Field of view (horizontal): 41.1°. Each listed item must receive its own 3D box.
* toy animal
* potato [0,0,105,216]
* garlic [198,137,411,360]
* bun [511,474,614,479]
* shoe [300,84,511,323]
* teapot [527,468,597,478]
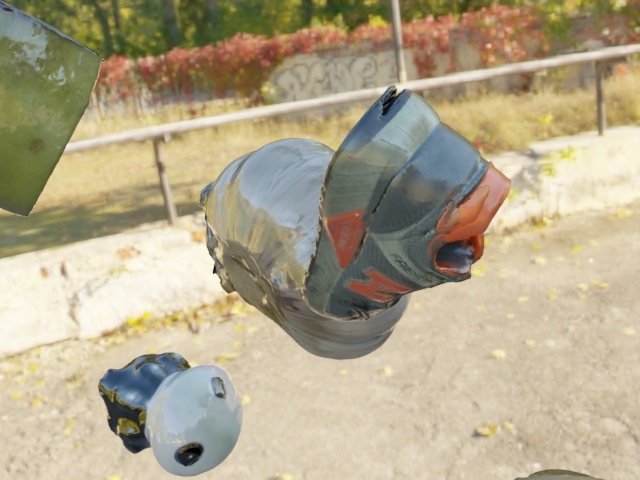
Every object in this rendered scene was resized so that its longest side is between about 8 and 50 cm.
[{"bbox_3d":[-0.257,0.321,1.591,0.267,0.212,0.212,16,27,35],"label":"toy animal"},{"bbox_3d":[-0.233,-0.094,0.560,0.149,0.120,0.081,22,-6,-16],"label":"potato"},{"bbox_3d":[-0.011,0.009,1.138,0.322,0.322,0.241,15,70,53],"label":"garlic"},{"bbox_3d":[0.237,0.368,0.770,0.299,0.164,0.299,-6,38,4],"label":"bun"},{"bbox_3d":[0.041,0.005,0.441,0.077,0.194,0.074,32,64,12],"label":"shoe"},{"bbox_3d":[0.261,0.437,1.046,0.270,0.337,0.200,21,21,17],"label":"teapot"}]
